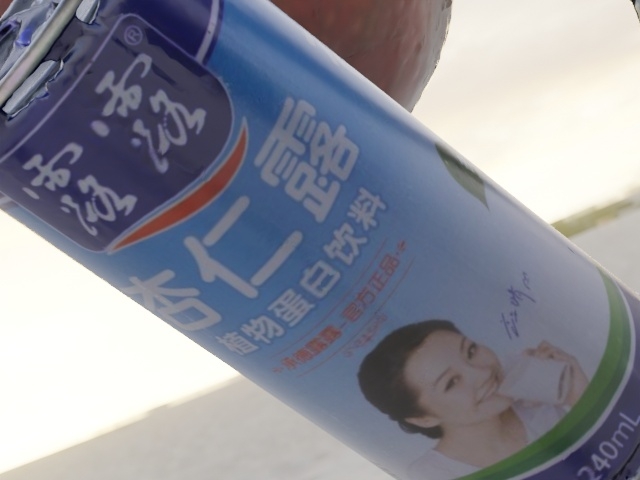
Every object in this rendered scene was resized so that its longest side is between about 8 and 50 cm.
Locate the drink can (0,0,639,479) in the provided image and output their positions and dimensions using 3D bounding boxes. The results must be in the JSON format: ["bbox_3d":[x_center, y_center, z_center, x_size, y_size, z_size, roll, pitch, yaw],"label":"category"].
[{"bbox_3d":[0.000,0.000,0.562,0.097,0.235,0.097,-41,27,26],"label":"drink can"}]

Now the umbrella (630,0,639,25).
[{"bbox_3d":[0.181,-0.215,0.637,0.118,0.118,0.340,-15,-43,-37],"label":"umbrella"}]

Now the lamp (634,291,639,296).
[{"bbox_3d":[0.145,0.167,1.128,0.124,0.283,0.203,-9,10,-17],"label":"lamp"}]

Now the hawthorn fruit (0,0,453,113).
[{"bbox_3d":[-0.073,-0.141,1.003,0.316,0.316,0.316,-21,-9,-4],"label":"hawthorn fruit"}]
